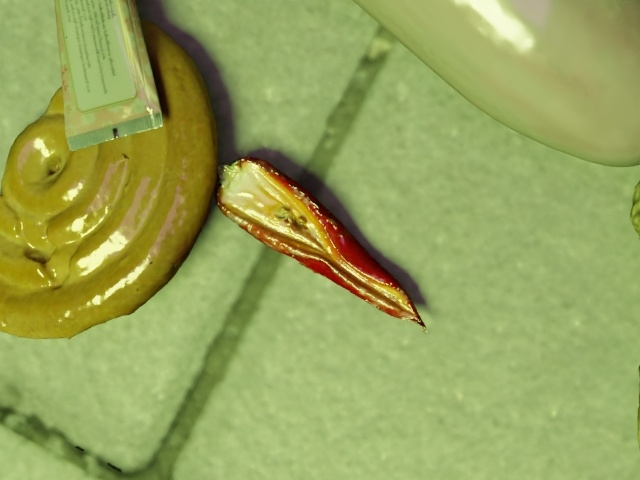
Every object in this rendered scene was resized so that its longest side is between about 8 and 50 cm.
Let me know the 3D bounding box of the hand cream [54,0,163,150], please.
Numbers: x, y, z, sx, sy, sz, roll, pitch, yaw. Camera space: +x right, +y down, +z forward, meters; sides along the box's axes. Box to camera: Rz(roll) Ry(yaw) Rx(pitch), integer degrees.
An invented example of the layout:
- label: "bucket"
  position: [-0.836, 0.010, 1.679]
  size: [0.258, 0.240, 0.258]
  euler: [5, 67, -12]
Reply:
- label: "hand cream"
  position: [-0.144, -0.164, 1.054]
  size: [0.067, 0.043, 0.209]
  euler: [-12, 79, 17]

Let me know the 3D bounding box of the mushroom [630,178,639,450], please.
- label: "mushroom"
  position: [0.274, 0.074, 0.940]
  size: [0.190, 0.164, 0.267]
  euler: [-3, 89, 10]

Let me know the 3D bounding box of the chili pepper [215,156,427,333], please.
- label: "chili pepper"
  position: [0.000, 0.000, 1.051]
  size: [0.178, 0.027, 0.045]
  euler: [35, 99, 8]

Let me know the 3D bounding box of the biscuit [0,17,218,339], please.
- label: "biscuit"
  position: [-0.145, -0.022, 1.055]
  size: [0.144, 0.033, 0.224]
  euler: [44, 98, 24]

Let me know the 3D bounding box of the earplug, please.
- label: "earplug"
  position: [0.099, -0.158, 0.979]
  size: [0.301, 0.172, 0.172]
  euler: [44, 95, 1]
